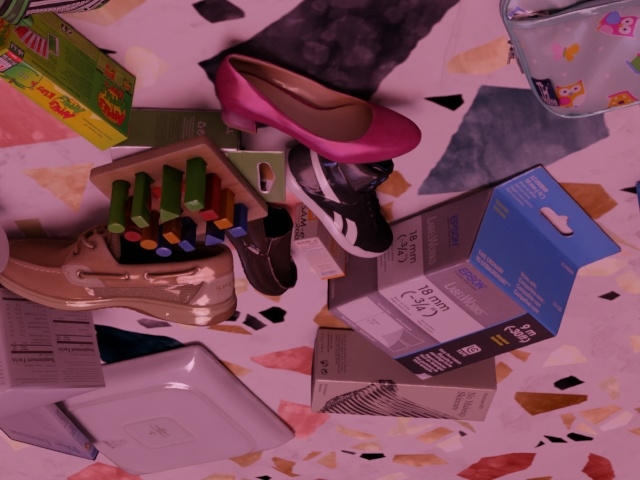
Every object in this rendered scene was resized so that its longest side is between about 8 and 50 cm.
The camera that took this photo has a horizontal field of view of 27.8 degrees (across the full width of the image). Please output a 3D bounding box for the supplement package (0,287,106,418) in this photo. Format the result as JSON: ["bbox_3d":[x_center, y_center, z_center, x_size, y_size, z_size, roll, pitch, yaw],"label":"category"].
[{"bbox_3d":[-0.479,0.174,1.849,0.262,0.145,0.204,-18,167,26],"label":"supplement package"}]

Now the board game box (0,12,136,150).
[{"bbox_3d":[-0.286,-0.188,1.435,0.043,0.092,0.181,-22,139,31],"label":"board game box"}]

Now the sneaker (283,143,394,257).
[{"bbox_3d":[0.057,-0.057,1.620,0.121,0.079,0.217,-21,138,31],"label":"sneaker"}]

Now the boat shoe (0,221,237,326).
[{"bbox_3d":[-0.274,0.025,1.722,0.341,0.121,0.110,7,120,10],"label":"boat shoe"}]

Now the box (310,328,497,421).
[{"bbox_3d":[0.124,0.207,1.979,0.275,0.094,0.113,3,145,-2],"label":"box"}]

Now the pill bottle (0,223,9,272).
[{"bbox_3d":[-0.544,0.037,1.716,0.264,0.146,0.146,-18,140,24],"label":"pill bottle"}]

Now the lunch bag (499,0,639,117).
[{"bbox_3d":[0.320,-0.243,1.323,0.279,0.108,0.224,-13,143,19],"label":"lunch bag"}]

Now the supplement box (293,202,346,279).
[{"bbox_3d":[0.000,0.000,1.718,0.036,0.062,0.098,-11,142,20],"label":"supplement box"}]

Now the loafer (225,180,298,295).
[{"bbox_3d":[-0.070,-0.001,1.702,0.078,0.080,0.220,-10,143,16],"label":"loafer"}]

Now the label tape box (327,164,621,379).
[{"bbox_3d":[0.210,0.055,1.753,0.334,0.106,0.240,-22,139,30],"label":"label tape box"}]

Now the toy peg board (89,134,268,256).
[{"bbox_3d":[-0.170,-0.032,1.555,0.161,0.079,0.160,-14,143,21],"label":"toy peg board"}]

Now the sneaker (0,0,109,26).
[{"bbox_3d":[-0.219,-0.307,1.257,0.343,0.134,0.146,-11,151,32],"label":"sneaker"}]

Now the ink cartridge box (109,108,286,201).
[{"bbox_3d":[-0.146,-0.102,1.578,0.209,0.062,0.109,1,145,0],"label":"ink cartridge box"}]

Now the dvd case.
[{"bbox_3d":[-0.489,0.281,2.117,0.180,0.022,0.253,8,149,24],"label":"dvd case"}]

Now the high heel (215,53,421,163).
[{"bbox_3d":[0.000,-0.157,1.481,0.244,0.082,0.117,15,154,3],"label":"high heel"}]

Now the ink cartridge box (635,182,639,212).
[{"bbox_3d":[0.495,-0.036,1.614,0.181,0.104,0.061,-14,143,19],"label":"ink cartridge box"}]

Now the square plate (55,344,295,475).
[{"bbox_3d":[-0.267,0.303,2.169,0.344,0.049,0.347,-15,141,21],"label":"square plate"}]
